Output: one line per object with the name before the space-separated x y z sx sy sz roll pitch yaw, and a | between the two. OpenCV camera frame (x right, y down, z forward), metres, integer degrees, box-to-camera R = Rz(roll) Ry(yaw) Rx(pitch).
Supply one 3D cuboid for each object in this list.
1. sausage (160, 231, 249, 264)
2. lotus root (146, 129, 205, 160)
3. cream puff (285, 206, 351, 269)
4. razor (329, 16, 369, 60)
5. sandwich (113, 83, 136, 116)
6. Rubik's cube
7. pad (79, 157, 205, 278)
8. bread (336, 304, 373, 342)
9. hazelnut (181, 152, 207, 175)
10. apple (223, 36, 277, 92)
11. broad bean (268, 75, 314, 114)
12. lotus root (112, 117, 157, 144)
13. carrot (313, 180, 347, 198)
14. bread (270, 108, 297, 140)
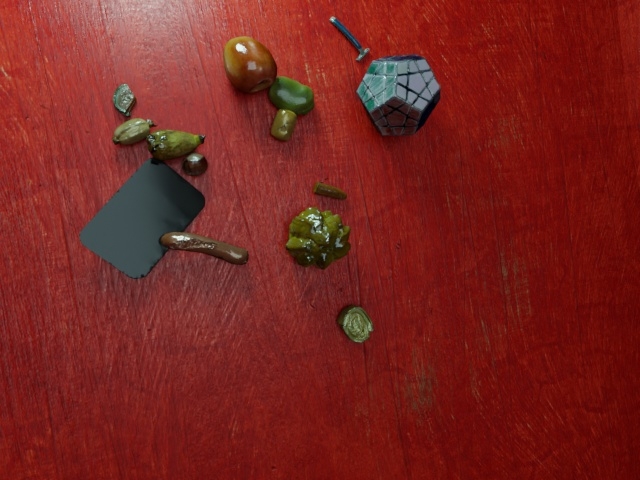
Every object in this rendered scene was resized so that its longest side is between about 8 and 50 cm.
sausage | -0.391 0.024 1.446 0.305 0.078 0.078 17 85 -25
lotus root | -0.486 -0.326 1.415 0.191 0.094 0.108 -11 70 -29
cream puff | -0.008 -0.003 1.540 0.245 0.196 0.243 -1 85 11
razor | 0.110 -0.799 1.635 0.191 0.037 0.068 45 79 -13
sandwich | -0.656 -0.472 1.394 0.070 0.026 0.101 18 84 -16
Rubik's cube | 0.296 -0.548 1.577 0.264 0.319 0.319 35 79 13
pad | -0.572 -0.054 1.431 0.315 0.063 0.375 43 71 -20
bread | 0.140 0.329 1.638 0.118 0.064 0.156 -35 102 -10
hazelnut | -0.434 -0.262 1.445 0.087 0.086 0.086 0 90 -18
apple | -0.252 -0.613 1.454 0.200 0.199 0.198 0 90 -18
broad bean | -0.105 -0.533 1.551 0.175 0.082 0.124 11 87 -8
lotus root | -0.620 -0.364 1.388 0.151 0.062 0.073 -32 107 -15
carrot | 0.043 -0.190 1.614 0.139 0.048 0.048 13 86 -20
bread | -0.134 -0.420 1.530 0.082 0.056 0.115 21 112 -17
